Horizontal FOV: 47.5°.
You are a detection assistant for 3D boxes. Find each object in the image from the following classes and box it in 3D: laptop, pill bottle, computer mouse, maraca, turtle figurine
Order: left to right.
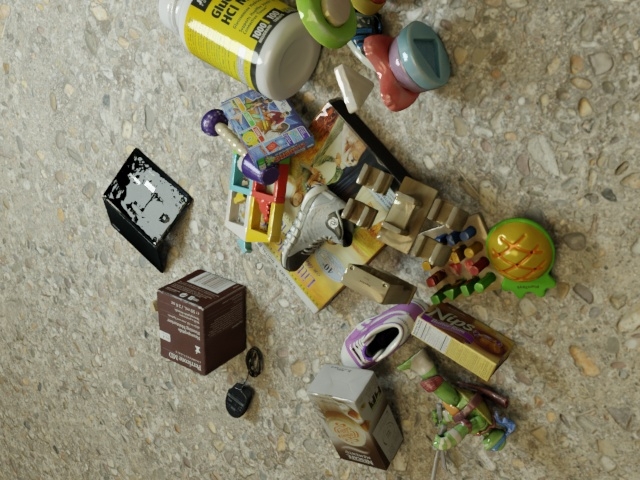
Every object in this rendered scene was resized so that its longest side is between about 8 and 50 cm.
[{"bbox_3d":[-0.478,-0.078,2.034,0.234,0.136,0.264,40,101,16],"label":"laptop"},{"bbox_3d":[-0.178,-0.450,1.551,0.333,0.188,0.188,32,124,21],"label":"pill bottle"},{"bbox_3d":[-0.205,0.393,2.012,0.071,0.041,0.242,35,118,22],"label":"computer mouse"},{"bbox_3d":[0.247,0.381,1.569,0.266,0.197,0.275,53,126,12],"label":"turtle figurine"},{"bbox_3d":[0.386,0.036,1.394,0.127,0.099,0.186,-5,122,29],"label":"maraca"}]

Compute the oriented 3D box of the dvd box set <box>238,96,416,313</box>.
[{"bbox_3d":[0.014,-0.067,1.645,0.308,0.062,0.420,51,129,10],"label":"dvd box set"}]

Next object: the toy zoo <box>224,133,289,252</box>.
[{"bbox_3d":[-0.149,-0.113,1.689,0.192,0.030,0.294,17,103,48],"label":"toy zoo"}]

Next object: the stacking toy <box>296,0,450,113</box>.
[{"bbox_3d":[0.115,-0.390,1.307,0.130,0.279,0.309,-20,99,41],"label":"stacking toy"}]

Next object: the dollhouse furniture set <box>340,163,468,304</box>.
[{"bbox_3d":[0.159,-0.001,1.462,0.212,0.161,0.242,28,98,24],"label":"dollhouse furniture set"}]

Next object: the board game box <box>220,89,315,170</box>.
[{"bbox_3d":[-0.116,-0.253,1.579,0.201,0.136,0.035,59,169,33],"label":"board game box"}]

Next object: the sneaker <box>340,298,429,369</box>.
[{"bbox_3d":[0.108,0.234,1.634,0.102,0.161,0.282,50,130,7],"label":"sneaker"}]

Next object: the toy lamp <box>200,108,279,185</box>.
[{"bbox_3d":[-0.181,-0.209,1.642,0.274,0.080,0.080,42,130,40],"label":"toy lamp"}]

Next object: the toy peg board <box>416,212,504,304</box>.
[{"bbox_3d":[0.275,0.048,1.489,0.161,0.079,0.161,-20,95,39],"label":"toy peg board"}]

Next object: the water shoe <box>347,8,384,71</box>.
[{"bbox_3d":[0.095,-0.410,1.441,0.203,0.073,0.080,47,129,12],"label":"water shoe"}]

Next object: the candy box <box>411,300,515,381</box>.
[{"bbox_3d":[0.296,0.203,1.516,0.186,0.109,0.053,32,124,23],"label":"candy box"}]

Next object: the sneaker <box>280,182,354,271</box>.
[{"bbox_3d":[0.000,0.000,1.588,0.132,0.086,0.229,33,123,19],"label":"sneaker"}]

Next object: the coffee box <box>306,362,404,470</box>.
[{"bbox_3d":[0.085,0.414,1.712,0.141,0.098,0.247,3,131,37],"label":"coffee box"}]

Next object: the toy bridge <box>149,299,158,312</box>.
[{"bbox_3d":[-0.418,0.199,2.090,0.188,0.026,0.063,-8,104,38],"label":"toy bridge"}]

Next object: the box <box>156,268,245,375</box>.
[{"bbox_3d":[-0.312,0.212,1.927,0.168,0.167,0.203,16,117,30],"label":"box"}]

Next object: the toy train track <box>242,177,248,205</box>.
[{"bbox_3d":[-0.191,-0.126,1.804,0.048,0.014,0.083,-3,112,30],"label":"toy train track"}]
